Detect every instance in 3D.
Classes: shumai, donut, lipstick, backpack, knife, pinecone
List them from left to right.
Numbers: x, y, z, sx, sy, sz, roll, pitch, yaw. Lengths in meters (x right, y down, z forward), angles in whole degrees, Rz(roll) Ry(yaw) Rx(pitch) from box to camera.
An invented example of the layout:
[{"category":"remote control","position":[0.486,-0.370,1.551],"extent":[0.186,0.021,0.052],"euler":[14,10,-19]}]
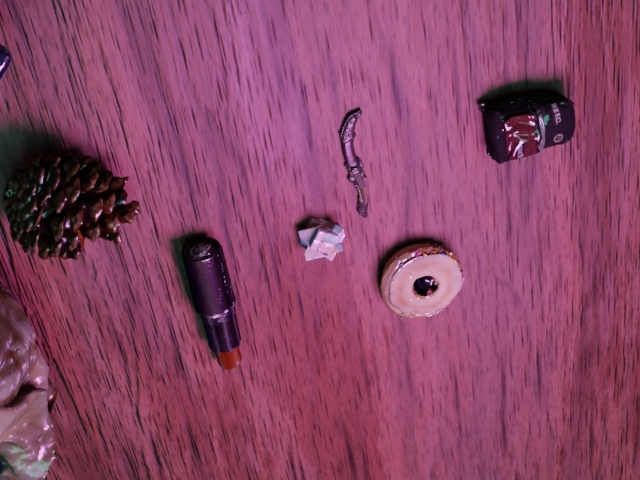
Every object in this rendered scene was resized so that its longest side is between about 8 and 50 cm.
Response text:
[{"category":"shumai","position":[-0.621,0.262,1.643],"extent":[0.395,0.395,0.348],"euler":[-32,145,6]},{"category":"pinecone","position":[-0.414,-0.056,1.555],"extent":[0.205,0.184,0.179],"euler":[6,97,-45]},{"category":"lipstick","position":[-0.196,0.126,1.776],"extent":[0.081,0.081,0.299],"euler":[-14,126,-6]},{"category":"knife","position":[0.062,-0.133,1.718],"extent":[0.046,0.021,0.222],"euler":[-13,122,-10]},{"category":"donut","position":[0.196,0.075,1.853],"extent":[0.175,0.068,0.174],"euler":[-8,124,-12]},{"category":"backpack","position":[0.379,-0.209,1.700],"extent":[0.165,0.105,0.120],"euler":[-17,119,0]}]

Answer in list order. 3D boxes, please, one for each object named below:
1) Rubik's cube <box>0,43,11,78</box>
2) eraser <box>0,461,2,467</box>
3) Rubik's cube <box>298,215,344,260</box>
[{"category":"Rubik's cube","position":[-0.654,-0.209,1.251],"extent":[0.344,0.344,0.337],"euler":[31,92,-27]},{"category":"eraser","position":[-0.638,0.484,1.731],"extent":[0.102,0.332,0.155],"euler":[-30,124,6]},{"category":"Rubik's cube","position":[0.001,0.002,1.754],"extent":[0.084,0.073,0.075],"euler":[-1,120,-16]}]
